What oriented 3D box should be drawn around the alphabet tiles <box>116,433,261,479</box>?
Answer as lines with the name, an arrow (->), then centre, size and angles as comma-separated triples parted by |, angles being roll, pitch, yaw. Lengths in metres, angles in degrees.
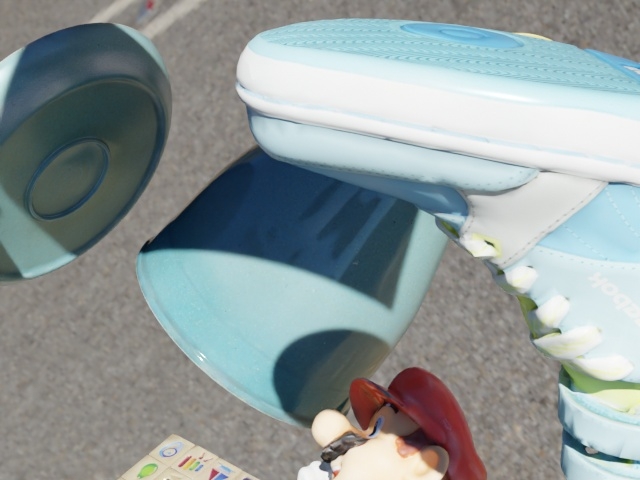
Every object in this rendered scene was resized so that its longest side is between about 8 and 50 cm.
alphabet tiles -> -0.147, 0.297, 1.132 | 0.237, 0.009, 0.198 | 18, 44, 42

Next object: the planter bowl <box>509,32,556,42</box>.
planter bowl -> 0.271, -0.190, 1.428 | 0.217, 0.217, 0.090 | -62, -1, -21

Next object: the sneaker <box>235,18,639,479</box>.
sneaker -> 0.107, 0.029, 0.475 | 0.127, 0.319, 0.208 | -91, 13, -69

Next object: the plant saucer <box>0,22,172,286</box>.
plant saucer -> -0.262, -0.070, 1.117 | 0.043, 0.317, 0.317 | 41, 87, 22

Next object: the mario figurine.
mario figurine -> 0.001, 0.228, 0.909 | 0.198, 0.170, 0.320 | 2, 47, 45

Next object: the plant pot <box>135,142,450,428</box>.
plant pot -> 0.000, 0.000, 1.112 | 0.255, 0.271, 0.272 | -50, 35, 17
